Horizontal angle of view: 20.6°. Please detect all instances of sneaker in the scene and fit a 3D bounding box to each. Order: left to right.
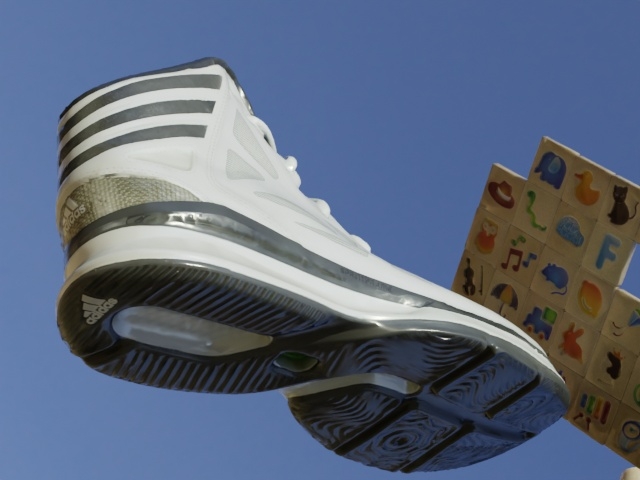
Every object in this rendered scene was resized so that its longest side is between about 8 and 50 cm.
[{"bbox_3d":[0.000,-0.001,1.275,0.169,0.447,0.257,-38,-133,32],"label":"sneaker"}]

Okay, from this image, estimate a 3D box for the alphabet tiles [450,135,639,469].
[{"bbox_3d":[0.201,0.038,1.395,0.237,0.009,0.198,34,-65,42],"label":"alphabet tiles"}]

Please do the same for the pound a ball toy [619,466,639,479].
[{"bbox_3d":[0.222,0.353,1.750,0.319,0.208,0.136,90,-1,-56],"label":"pound a ball toy"}]
